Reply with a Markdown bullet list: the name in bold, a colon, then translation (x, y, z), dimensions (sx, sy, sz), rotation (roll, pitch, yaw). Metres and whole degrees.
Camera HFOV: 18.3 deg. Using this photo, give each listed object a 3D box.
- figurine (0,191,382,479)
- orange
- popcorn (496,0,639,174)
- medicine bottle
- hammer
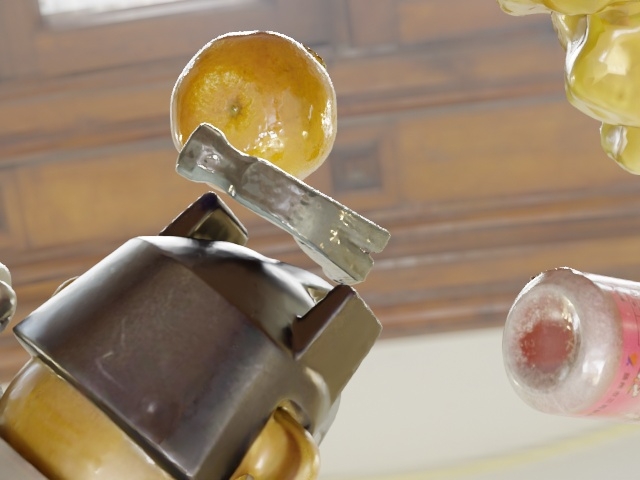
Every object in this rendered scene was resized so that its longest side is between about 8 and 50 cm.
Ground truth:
- **figurine**: translation (-0.097, 0.111, 0.927), dimensions (0.309, 0.308, 0.143), rotation (-7, 168, 3)
- **orange**: translation (-0.058, -0.113, 1.795), dimensions (0.155, 0.154, 0.134), rotation (-1, 172, 17)
- **popcorn**: translation (0.123, -0.154, 0.619), dimensions (0.191, 0.253, 0.190), rotation (35, -173, 31)
- **medicine bottle**: translation (0.302, 0.109, 1.944), dimensions (0.247, 0.147, 0.147), rotation (10, -174, -40)
- **hammer**: translation (0.000, 0.000, 1.053), dimensions (0.103, 0.029, 0.246), rotation (30, 176, 15)
